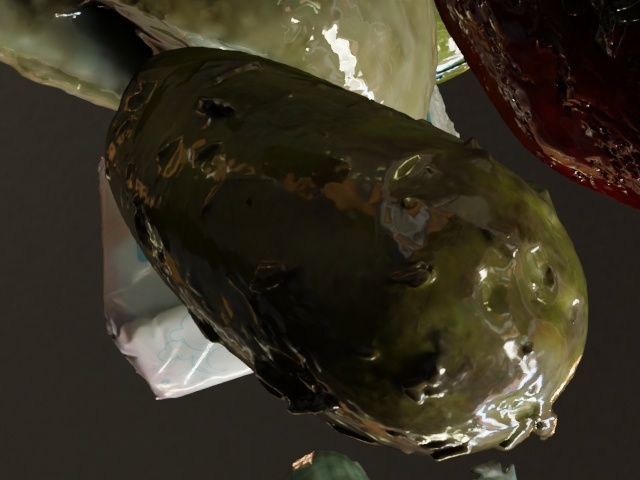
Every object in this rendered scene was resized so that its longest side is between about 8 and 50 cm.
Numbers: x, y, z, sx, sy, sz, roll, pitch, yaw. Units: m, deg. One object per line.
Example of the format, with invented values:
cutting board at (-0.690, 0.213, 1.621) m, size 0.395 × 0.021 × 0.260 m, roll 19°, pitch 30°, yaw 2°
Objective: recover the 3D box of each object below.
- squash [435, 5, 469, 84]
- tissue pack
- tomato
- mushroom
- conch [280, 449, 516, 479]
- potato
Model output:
squash at (-0.007, -0.138, 1.281) m, size 0.340 × 0.094 × 0.094 m, roll 1°, pitch -47°, yaw -16°
tissue pack at (-0.023, -0.013, 1.370) m, size 0.271 × 0.201 × 0.124 m, roll -19°, pitch -48°, yaw 8°
tomato at (0.124, -0.052, 0.484) m, size 0.189 × 0.173 × 0.099 m, roll 10°, pitch -69°, yaw 33°
mushroom at (-0.056, -0.166, 0.941) m, size 0.292 × 0.217 × 0.212 m, roll 20°, pitch -17°, yaw -9°
conch at (0.052, 0.273, 1.725) m, size 0.277 × 0.220 × 0.195 m, roll -27°, pitch -82°, yaw 9°
potato at (0.000, 0.000, 0.687) m, size 0.149 × 0.113 × 0.251 m, roll 26°, pitch 1°, yaw -40°
